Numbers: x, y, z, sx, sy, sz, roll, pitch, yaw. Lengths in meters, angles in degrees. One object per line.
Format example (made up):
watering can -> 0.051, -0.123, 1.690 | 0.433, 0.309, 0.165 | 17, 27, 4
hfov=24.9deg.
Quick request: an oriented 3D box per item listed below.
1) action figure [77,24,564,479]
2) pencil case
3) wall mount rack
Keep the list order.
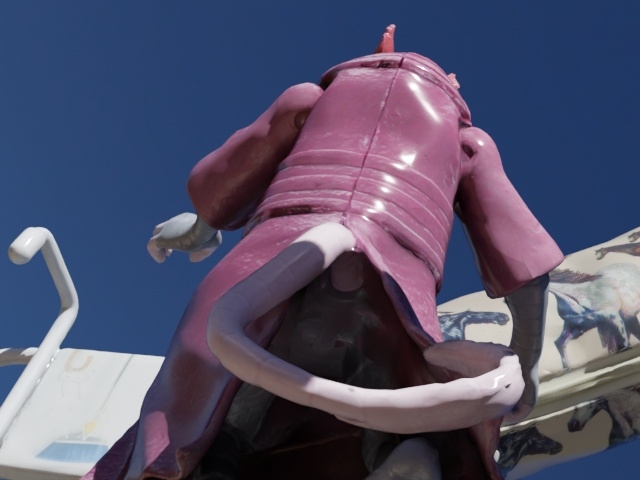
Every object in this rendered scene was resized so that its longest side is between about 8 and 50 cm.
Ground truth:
action figure -> 0.000, 0.000, 0.741 | 0.248, 0.370, 0.276 | 10, -38, 8
pencil case -> 0.208, 0.086, 1.094 | 0.183, 0.410, 0.160 | -129, -159, -70
wall mount rack -> -0.151, 0.118, 0.930 | 0.350, 0.304, 0.130 | 3, -49, 22
